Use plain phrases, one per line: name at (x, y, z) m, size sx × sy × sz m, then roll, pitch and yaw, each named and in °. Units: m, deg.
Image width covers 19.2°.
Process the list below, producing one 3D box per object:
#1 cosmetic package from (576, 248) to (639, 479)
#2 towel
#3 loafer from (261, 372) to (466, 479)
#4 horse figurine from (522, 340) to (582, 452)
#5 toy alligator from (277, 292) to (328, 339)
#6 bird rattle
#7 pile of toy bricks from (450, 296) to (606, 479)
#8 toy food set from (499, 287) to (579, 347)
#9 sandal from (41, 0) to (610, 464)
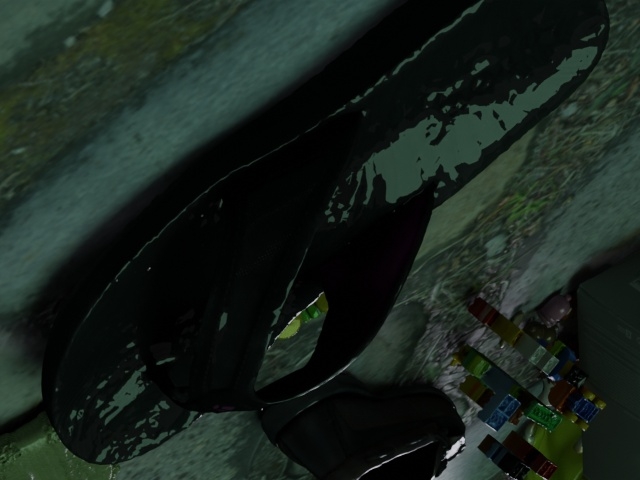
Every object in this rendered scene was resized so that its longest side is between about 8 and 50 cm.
cosmetic package at (0.310, 0.127, 1.717) m, size 0.127 × 0.107 × 0.238 m, roll -28°, pitch 135°, yaw -26°
towel at (-0.200, 0.162, 1.345) m, size 0.110 × 0.027 × 0.148 m, roll -28°, pitch 156°, yaw -11°
loafer at (0.052, 0.183, 1.610) m, size 0.109 × 0.095 × 0.302 m, roll -41°, pitch 155°, yaw 15°
horse figurine at (0.299, 0.125, 1.835) m, size 0.263 × 0.066 × 0.174 m, roll -17°, pitch 140°, yaw -24°
toy alligator at (-0.042, 0.039, 1.293) m, size 0.189 × 0.056 × 0.051 m, roll -24°, pitch 111°, yaw -4°
bird rattle at (0.283, 0.263, 2.024) m, size 0.207 × 0.143 × 0.253 m, roll -42°, pitch 163°, yaw -24°
pile of toy bricks at (0.156, 0.122, 1.624) m, size 0.118 × 0.105 × 0.212 m, roll -51°, pitch 148°, yaw 1°
toy food set at (0.220, 0.066, 1.696) m, size 0.122 × 0.019 × 0.078 m, roll -22°, pitch 153°, yaw -24°
sandal at (0.000, -0.002, 1.156) m, size 0.446 × 0.107 × 0.167 m, roll -43°, pitch 141°, yaw 13°
